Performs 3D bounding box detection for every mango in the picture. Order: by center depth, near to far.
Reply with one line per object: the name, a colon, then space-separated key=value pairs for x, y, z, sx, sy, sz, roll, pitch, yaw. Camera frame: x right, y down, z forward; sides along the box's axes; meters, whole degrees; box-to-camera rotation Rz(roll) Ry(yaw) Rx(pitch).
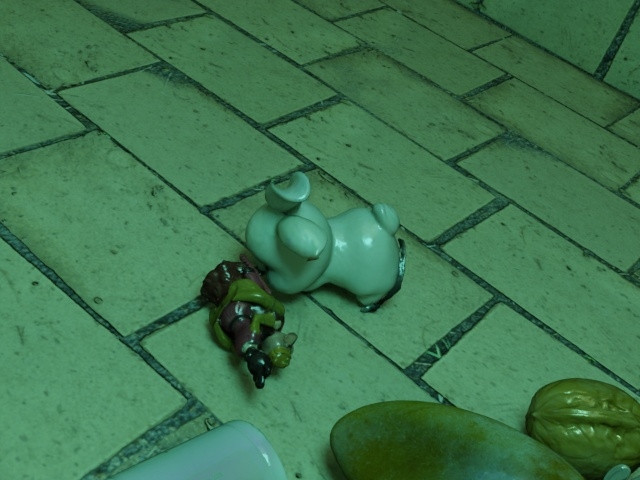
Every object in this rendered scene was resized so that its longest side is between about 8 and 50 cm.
mango: x=0.186 y=0.335 z=1.050 sx=0.384 sy=0.199 sz=0.221 roll=19 pitch=56 yaw=25

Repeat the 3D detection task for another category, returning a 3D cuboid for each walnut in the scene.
walnut: x=0.421 y=0.298 z=1.242 sx=0.207 sy=0.159 sz=0.159 roll=16 pitch=37 yaw=-13

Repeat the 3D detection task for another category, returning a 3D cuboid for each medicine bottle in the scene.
medicine bottle: x=-0.178 y=0.331 z=0.940 sx=0.254 sy=0.152 sz=0.152 roll=-17 pitch=50 yaw=-38

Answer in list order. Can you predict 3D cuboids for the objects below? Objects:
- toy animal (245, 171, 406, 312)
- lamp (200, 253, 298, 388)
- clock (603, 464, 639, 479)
toy animal: x=-0.004 y=0.005 z=1.366 sx=0.310 sy=0.247 sz=0.182 roll=19 pitch=60 yaw=-36
lamp: x=-0.103 y=0.134 z=1.248 sx=0.118 sy=0.118 sz=0.253 roll=-7 pitch=38 yaw=-30
clock: x=0.498 y=0.408 z=1.144 sx=0.191 sy=0.151 sz=0.062 roll=20 pitch=10 yaw=17
